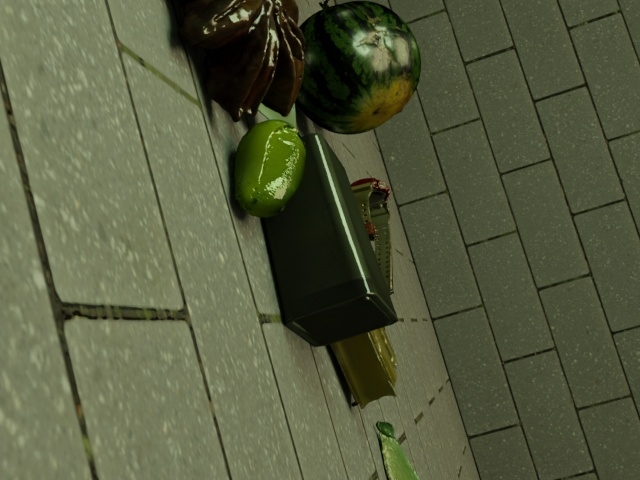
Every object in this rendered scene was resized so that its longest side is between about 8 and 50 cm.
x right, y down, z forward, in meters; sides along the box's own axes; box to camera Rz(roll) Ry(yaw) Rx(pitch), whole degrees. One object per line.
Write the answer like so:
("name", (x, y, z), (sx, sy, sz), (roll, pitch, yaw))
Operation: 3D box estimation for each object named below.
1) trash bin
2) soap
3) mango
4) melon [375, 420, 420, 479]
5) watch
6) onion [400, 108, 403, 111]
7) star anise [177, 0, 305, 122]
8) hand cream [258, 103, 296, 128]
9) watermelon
("trash bin", (0.000, 0.000, 1.132), (0.164, 0.122, 0.240), (47, 25, -67))
("soap", (0.047, 0.124, 1.298), (0.135, 0.076, 0.233), (-80, 150, -70))
("mango", (-0.067, -0.084, 1.030), (0.091, 0.074, 0.165), (41, 40, -15))
("melon", (0.137, 0.428, 1.420), (0.114, 0.053, 0.261), (-6, 74, -62))
("watch", (0.121, -0.016, 1.987), (0.165, 0.102, 0.268), (49, 33, -51))
("onion", (0.064, -0.387, 1.895), (0.281, 0.221, 0.281), (51, -15, 20))
("star anise", (-0.104, -0.296, 1.041), (0.315, 0.108, 0.315), (43, 36, -43))
("hand cream", (-0.086, -0.293, 1.244), (0.147, 0.093, 0.306), (40, 34, -55))
("watermelon", (0.062, -0.338, 1.667), (0.269, 0.269, 0.269), (-18, 90, -81))
